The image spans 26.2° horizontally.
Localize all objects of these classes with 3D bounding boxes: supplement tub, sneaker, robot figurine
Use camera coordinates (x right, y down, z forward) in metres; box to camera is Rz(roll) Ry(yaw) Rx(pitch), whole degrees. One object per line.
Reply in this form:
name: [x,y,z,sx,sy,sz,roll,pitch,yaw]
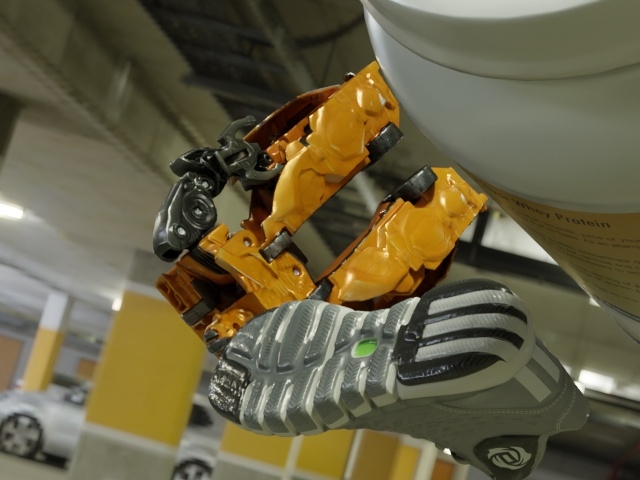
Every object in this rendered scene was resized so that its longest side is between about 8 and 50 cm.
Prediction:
supplement tub: [0.156,-0.086,0.536,0.228,0.228,0.316,9,-18,37]
sneaker: [0.047,0.095,0.764,0.229,0.086,0.132,-10,-43,46]
robot figurine: [0.000,0.000,0.957,0.211,0.291,0.085,50,-45,-5]
